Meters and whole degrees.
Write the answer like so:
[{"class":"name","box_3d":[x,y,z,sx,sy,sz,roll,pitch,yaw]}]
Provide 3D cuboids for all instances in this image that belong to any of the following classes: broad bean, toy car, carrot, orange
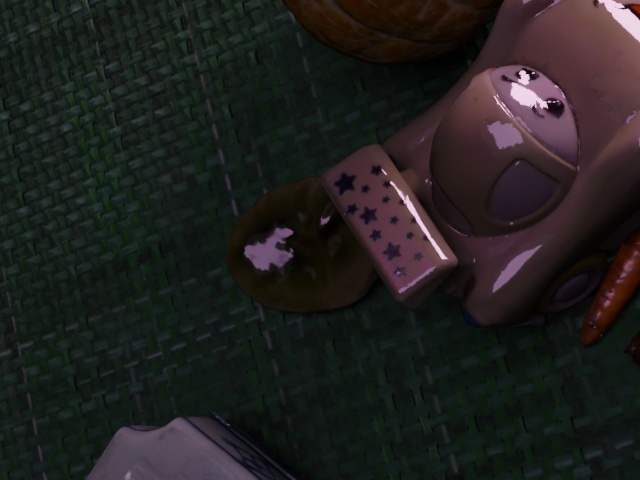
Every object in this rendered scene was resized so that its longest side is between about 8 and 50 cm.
[{"class":"broad bean","box_3d":[-0.002,-0.001,1.628,0.207,0.072,0.153,-30,66,28]},{"class":"toy car","box_3d":[0.195,-0.095,1.431,0.336,0.226,0.242,-48,56,26]},{"class":"carrot","box_3d":[0.316,-0.010,1.490,0.061,0.061,0.256,30,94,26]},{"class":"orange","box_3d":[0.095,-0.325,1.513,0.249,0.329,0.329,30,93,-15]}]

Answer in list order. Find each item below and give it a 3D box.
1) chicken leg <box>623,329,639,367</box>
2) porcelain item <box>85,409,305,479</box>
[{"class":"chicken leg","box_3d":[0.424,0.013,1.430,0.322,0.083,0.177,-14,92,18]},{"class":"porcelain item","box_3d":[-0.123,0.338,1.554,0.281,0.157,0.286,34,95,28]}]
